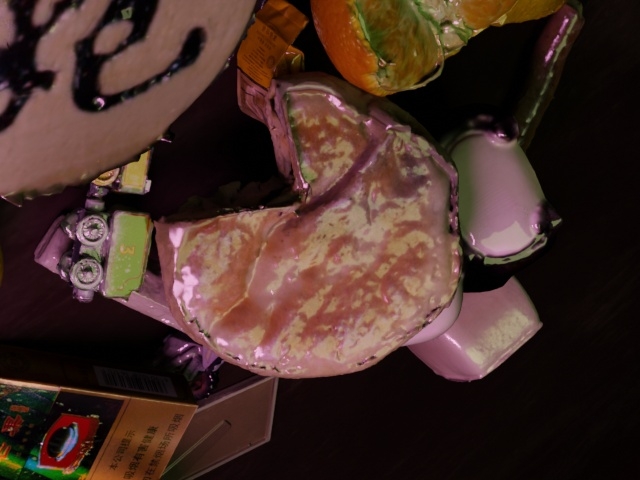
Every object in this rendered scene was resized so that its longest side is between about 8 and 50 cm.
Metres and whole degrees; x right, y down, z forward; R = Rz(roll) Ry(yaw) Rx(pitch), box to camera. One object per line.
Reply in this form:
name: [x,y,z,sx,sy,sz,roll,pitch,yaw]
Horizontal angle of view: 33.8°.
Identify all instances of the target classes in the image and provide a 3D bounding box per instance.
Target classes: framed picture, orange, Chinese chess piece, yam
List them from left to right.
Chinese chess piece: [-0.197,-0.194,0.791,0.349,0.146,0.349,-38,157,-19]
framed picture: [-0.148,0.263,1.441,0.203,0.015,0.150,-22,137,-31]
orange: [0.085,-0.262,1.052,0.237,0.158,0.179,-44,135,-11]
yam: [0.290,-0.207,1.400,0.057,0.057,0.241,-9,129,-40]

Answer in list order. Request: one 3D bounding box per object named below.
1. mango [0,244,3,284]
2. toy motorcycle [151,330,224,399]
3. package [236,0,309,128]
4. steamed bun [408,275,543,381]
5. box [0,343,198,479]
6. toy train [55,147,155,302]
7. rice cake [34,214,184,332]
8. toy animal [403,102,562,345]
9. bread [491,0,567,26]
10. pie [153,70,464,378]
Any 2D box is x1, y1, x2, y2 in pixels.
mango: [-0.393,0.064,0.913,0.262,0.130,0.167,-36,148,-4]
toy motorcycle: [-0.135,0.092,1.221,0.215,0.122,0.080,-52,170,32]
package: [-0.049,-0.177,1.075,0.047,0.071,0.131,-21,139,-26]
steamed bun: [0.180,0.092,1.456,0.146,0.164,0.241,-41,-174,-11]
box: [-0.276,0.208,1.168,0.240,0.071,0.159,14,117,-33]
toy train: [-0.199,-0.039,1.012,0.081,0.060,0.202,5,100,-31]
rice cake: [-0.170,0.052,1.101,0.256,0.052,0.057,28,91,-24]
toy animal: [0.107,-0.005,1.263,0.310,0.251,0.251,-26,140,-12]
bread: [0.234,-0.397,1.114,0.166,0.112,0.383,-30,141,-22]
pie: [0.000,0.000,1.079,0.337,0.075,0.337,-5,104,-20]
